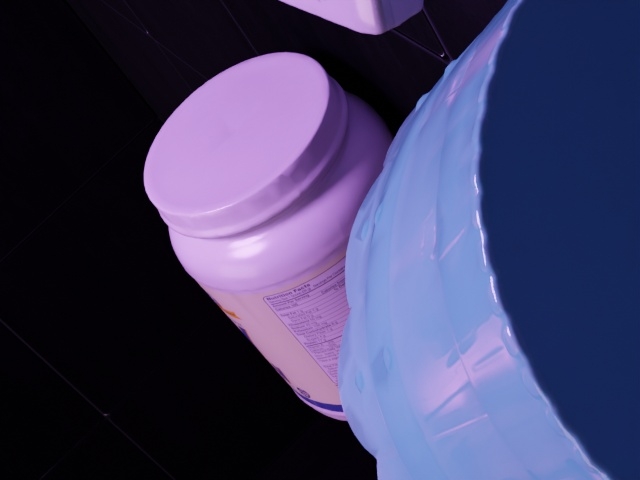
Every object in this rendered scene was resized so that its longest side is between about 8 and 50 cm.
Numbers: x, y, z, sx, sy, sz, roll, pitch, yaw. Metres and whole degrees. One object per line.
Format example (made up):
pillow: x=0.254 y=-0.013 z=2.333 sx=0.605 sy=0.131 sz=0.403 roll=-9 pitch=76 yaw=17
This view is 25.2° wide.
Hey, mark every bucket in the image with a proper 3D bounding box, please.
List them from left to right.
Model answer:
bucket: x=0.149 y=0.011 z=0.499 sx=0.281 sy=0.281 sz=0.183 roll=46 pitch=165 yaw=4

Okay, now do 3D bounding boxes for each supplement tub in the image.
supplement tub: x=0.000 y=0.000 z=1.390 sx=0.235 sy=0.235 sz=0.325 roll=37 pitch=168 yaw=51

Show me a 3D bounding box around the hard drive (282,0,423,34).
hard drive: x=-0.057 y=-0.259 z=0.663 sx=0.203 sy=0.040 sz=0.308 roll=30 pitch=146 yaw=42
